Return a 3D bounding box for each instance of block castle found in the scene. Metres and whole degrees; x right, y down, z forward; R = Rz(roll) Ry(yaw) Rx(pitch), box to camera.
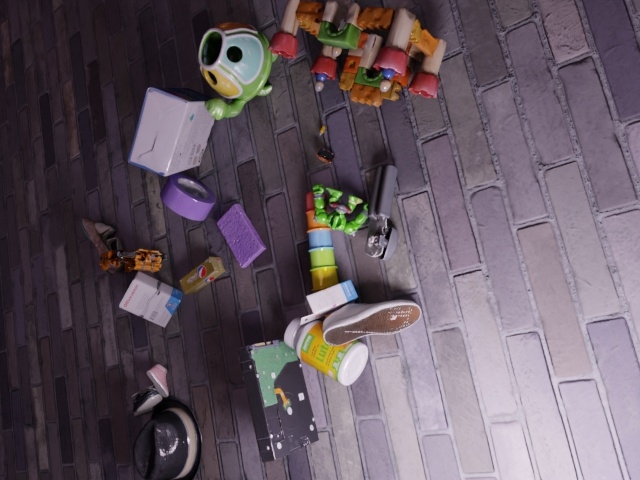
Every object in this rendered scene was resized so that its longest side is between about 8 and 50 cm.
[{"bbox_3d":[0.104,-0.526,1.550,0.453,0.303,0.213,22,99,33],"label":"block castle"}]

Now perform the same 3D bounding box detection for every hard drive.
[{"bbox_3d":[-0.130,0.483,1.673,0.064,0.237,0.339,-21,76,30],"label":"hard drive"}]

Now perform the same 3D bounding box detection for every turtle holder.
[{"bbox_3d":[-0.319,-0.602,1.874,0.243,0.227,0.320,48,111,25],"label":"turtle holder"}]

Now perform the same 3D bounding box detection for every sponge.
[{"bbox_3d":[-0.286,-0.018,1.931,0.117,0.031,0.210,-43,66,23],"label":"sponge"}]

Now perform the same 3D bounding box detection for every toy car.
[{"bbox_3d":[0.019,-0.309,1.760,0.040,0.060,0.122,129,150,-69],"label":"toy car"}]

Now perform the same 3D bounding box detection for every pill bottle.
[{"bbox_3d":[0.011,0.329,1.650,0.245,0.136,0.136,23,99,32],"label":"pill bottle"}]

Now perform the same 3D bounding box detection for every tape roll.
[{"bbox_3d":[-0.486,-0.160,1.976,0.189,0.189,0.080,45,109,27],"label":"tape roll"}]

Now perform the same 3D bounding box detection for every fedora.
[{"bbox_3d":[-0.591,0.769,2.004,0.334,0.152,0.334,-2,86,33],"label":"fedora"}]

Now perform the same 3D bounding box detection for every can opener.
[{"bbox_3d":[0.194,-0.083,1.609,0.076,0.095,0.284,0,77,54],"label":"can opener"}]

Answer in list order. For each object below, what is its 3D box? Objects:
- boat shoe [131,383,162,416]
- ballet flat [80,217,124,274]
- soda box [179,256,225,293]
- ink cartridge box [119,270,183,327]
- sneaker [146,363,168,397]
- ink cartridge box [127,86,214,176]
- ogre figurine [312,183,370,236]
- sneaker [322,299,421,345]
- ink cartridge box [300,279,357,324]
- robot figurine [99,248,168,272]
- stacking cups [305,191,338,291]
[{"bbox_3d":[-0.674,0.613,2.074,0.079,0.095,0.254,66,148,18],"label":"boat shoe"},{"bbox_3d":[-0.922,0.003,2.317,0.106,0.107,0.316,-37,72,4],"label":"ballet flat"},{"bbox_3d":[-0.442,0.132,2.005,0.181,0.058,0.061,-35,69,27],"label":"soda box"},{"bbox_3d":[-0.645,0.225,2.054,0.190,0.082,0.140,30,108,-16],"label":"ink cartridge box"},{"bbox_3d":[-0.618,0.543,2.104,0.051,0.070,0.134,-17,107,37],"label":"sneaker"},{"bbox_3d":[-0.503,-0.398,1.928,0.151,0.395,0.270,24,107,3],"label":"ink cartridge box"},{"bbox_3d":[0.057,-0.091,1.654,0.097,0.197,0.118,-152,82,-74],"label":"ogre figurine"},{"bbox_3d":[0.143,0.212,1.575,0.290,0.123,0.106,-13,118,3],"label":"sneaker"},{"bbox_3d":[0.013,0.188,1.624,0.181,0.104,0.062,-20,73,-12],"label":"ink cartridge box"},{"bbox_3d":[-0.737,0.081,2.123,0.291,0.211,0.085,-4,81,43],"label":"robot figurine"},{"bbox_3d":[0.000,0.000,1.705,0.096,0.096,0.316,-12,80,32],"label":"stacking cups"}]
